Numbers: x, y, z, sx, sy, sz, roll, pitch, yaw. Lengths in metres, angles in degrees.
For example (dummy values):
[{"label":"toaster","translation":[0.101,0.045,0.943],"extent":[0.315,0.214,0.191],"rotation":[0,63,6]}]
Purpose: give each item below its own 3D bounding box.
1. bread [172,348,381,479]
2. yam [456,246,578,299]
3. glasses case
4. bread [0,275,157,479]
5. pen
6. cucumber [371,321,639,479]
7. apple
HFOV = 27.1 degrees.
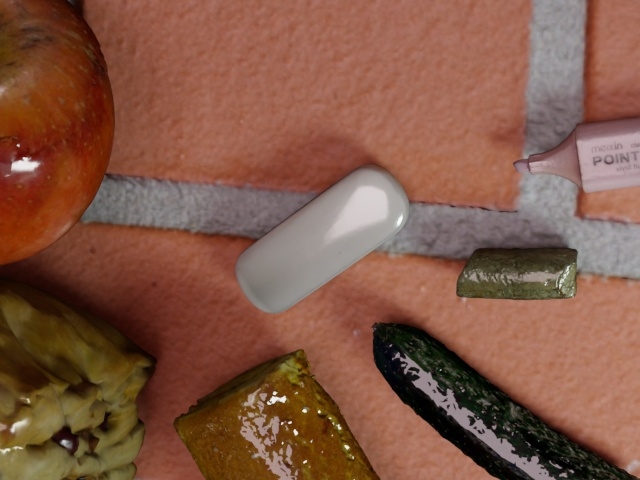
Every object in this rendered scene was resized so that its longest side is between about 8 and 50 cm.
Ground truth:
[{"label":"bread","translation":[-0.026,0.188,1.105],"extent":[0.132,0.103,0.172],"rotation":[-29,93,35]},{"label":"yam","translation":[0.154,0.025,1.034],"extent":[0.094,0.043,0.043],"rotation":[2,105,20]},{"label":"glasses case","translation":[0.000,0.000,1.080],"extent":[0.164,0.041,0.063],"rotation":[-36,89,24]},{"label":"bread","translation":[-0.298,0.112,1.074],"extent":[0.314,0.370,0.191],"rotation":[18,80,14]},{"label":"pen","translation":[0.241,-0.068,0.986],"extent":[0.197,0.032,0.053],"rotation":[-8,102,19]},{"label":"cucumber","translation":[0.136,0.149,1.066],"extent":[0.245,0.067,0.067],"rotation":[35,112,10]},{"label":"apple","translation":[-0.297,-0.098,1.048],"extent":[0.272,0.251,0.206],"rotation":[21,140,2]}]
